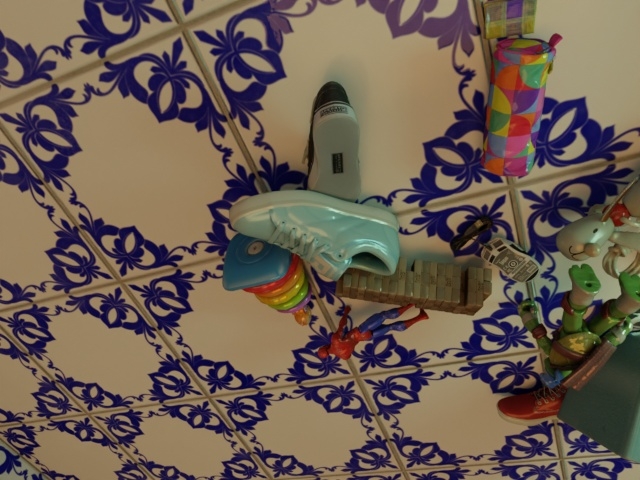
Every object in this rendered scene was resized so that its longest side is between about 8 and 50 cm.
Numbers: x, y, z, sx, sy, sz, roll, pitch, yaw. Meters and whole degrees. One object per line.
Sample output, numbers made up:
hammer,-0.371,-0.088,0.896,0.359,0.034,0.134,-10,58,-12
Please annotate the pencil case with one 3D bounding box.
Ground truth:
pencil case,0.343,-0.231,0.839,0.104,0.104,0.236,2,127,8

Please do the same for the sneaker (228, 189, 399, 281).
sneaker,0.000,0.000,0.963,0.366,0.150,0.135,5,150,-15

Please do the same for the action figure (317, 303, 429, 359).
action figure,0.113,0.204,1.206,0.280,0.139,0.091,-28,116,1

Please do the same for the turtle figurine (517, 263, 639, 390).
turtle figurine,0.526,0.143,0.985,0.198,0.274,0.266,38,144,28

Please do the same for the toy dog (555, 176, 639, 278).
toy dog,0.603,-0.058,0.838,0.220,0.161,0.334,30,108,-11

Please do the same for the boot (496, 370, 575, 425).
boot,0.590,0.396,1.261,0.244,0.088,0.176,-5,125,3

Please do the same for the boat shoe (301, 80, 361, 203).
boat shoe,0.018,-0.167,0.932,0.113,0.105,0.306,-7,149,1

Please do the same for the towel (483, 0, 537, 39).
towel,0.313,-0.368,0.797,0.083,0.009,0.060,-2,124,11

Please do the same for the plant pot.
plant pot,0.742,0.349,1.088,0.247,0.247,0.252,16,87,-5

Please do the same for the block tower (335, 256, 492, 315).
block tower,0.203,0.096,1.081,0.335,0.091,0.097,7,157,5

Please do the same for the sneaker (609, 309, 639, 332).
sneaker,0.738,0.171,1.092,0.178,0.072,0.077,-6,137,23

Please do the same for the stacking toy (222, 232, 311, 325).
stacking toy,-0.085,0.112,1.139,0.165,0.175,0.302,-14,133,17

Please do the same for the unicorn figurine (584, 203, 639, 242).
unicorn figurine,0.605,-0.038,0.965,0.162,0.060,0.111,-26,109,9

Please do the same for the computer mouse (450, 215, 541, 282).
computer mouse,0.390,0.026,1.052,0.193,0.042,0.106,32,120,-7
